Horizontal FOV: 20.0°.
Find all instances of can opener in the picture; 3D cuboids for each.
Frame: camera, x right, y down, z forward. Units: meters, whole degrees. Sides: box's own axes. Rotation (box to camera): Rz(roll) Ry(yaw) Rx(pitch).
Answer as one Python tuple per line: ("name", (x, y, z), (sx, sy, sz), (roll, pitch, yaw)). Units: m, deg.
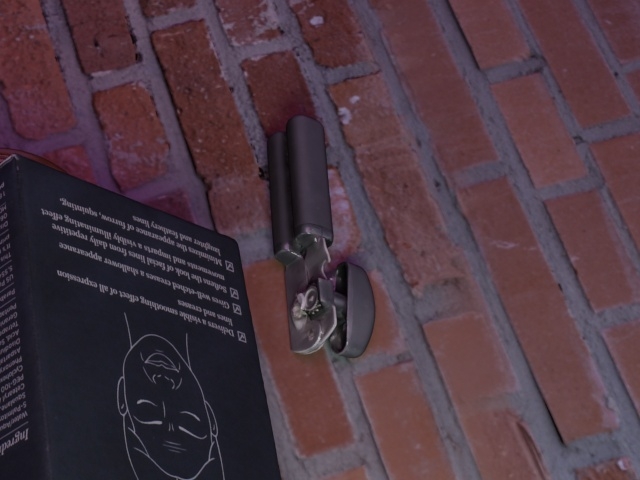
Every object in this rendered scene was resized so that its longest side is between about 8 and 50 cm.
("can opener", (0.000, 0.000, 1.964), (0.095, 0.076, 0.283), (19, 51, -32))

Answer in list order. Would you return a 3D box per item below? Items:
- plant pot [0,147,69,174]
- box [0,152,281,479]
("plant pot", (-0.356, -0.009, 1.948), (0.236, 0.032, 0.236), (3, 57, -4))
("box", (-0.215, 0.169, 1.666), (0.293, 0.212, 0.395), (23, 45, -43))
